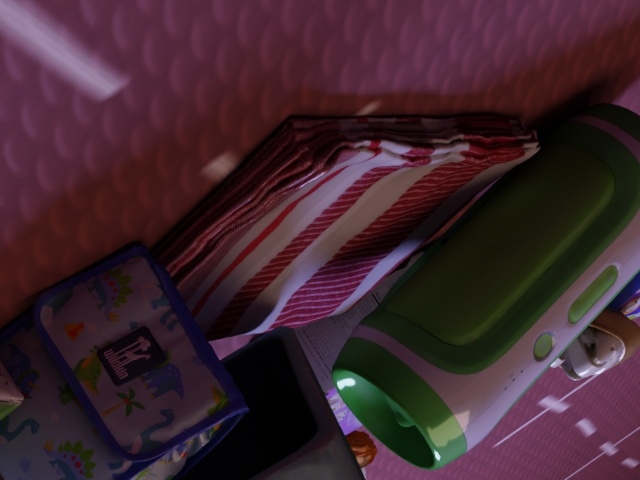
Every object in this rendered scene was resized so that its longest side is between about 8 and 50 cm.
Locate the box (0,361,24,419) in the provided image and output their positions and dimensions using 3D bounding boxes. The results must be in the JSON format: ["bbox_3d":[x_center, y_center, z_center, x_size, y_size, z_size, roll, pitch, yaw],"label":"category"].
[{"bbox_3d":[-0.348,0.155,1.113,0.322,0.058,0.232,-36,164,9],"label":"box"}]

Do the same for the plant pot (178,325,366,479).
[{"bbox_3d":[-0.052,0.252,1.364,0.248,0.252,0.247,-31,-163,0],"label":"plant pot"}]

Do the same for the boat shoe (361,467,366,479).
[{"bbox_3d":[0.030,0.270,2.160,0.043,0.049,0.137,-33,159,-10],"label":"boat shoe"}]

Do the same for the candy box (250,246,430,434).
[{"bbox_3d":[0.032,0.097,1.638,0.196,0.070,0.165,-28,162,-20],"label":"candy box"}]

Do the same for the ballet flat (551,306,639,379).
[{"bbox_3d":[0.217,0.092,1.818,0.232,0.073,0.080,19,130,-38],"label":"ballet flat"}]

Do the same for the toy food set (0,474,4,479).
[{"bbox_3d":[-0.220,0.183,1.482,0.078,0.019,0.122,-42,154,-4],"label":"toy food set"}]

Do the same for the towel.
[{"bbox_3d":[0.000,0.000,1.371,0.237,0.037,0.329,-42,162,27],"label":"towel"}]

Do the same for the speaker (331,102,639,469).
[{"bbox_3d":[0.146,0.032,1.484,0.296,0.131,0.131,-44,167,-19],"label":"speaker"}]

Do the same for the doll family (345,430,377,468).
[{"bbox_3d":[-0.038,0.210,1.797,0.163,0.118,0.263,-33,146,17],"label":"doll family"}]

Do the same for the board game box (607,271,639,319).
[{"bbox_3d":[0.406,-0.030,1.978,0.233,0.078,0.347,-44,160,32],"label":"board game box"}]

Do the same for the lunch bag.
[{"bbox_3d":[-0.133,0.095,1.220,0.151,0.129,0.096,-37,164,12],"label":"lunch bag"}]
